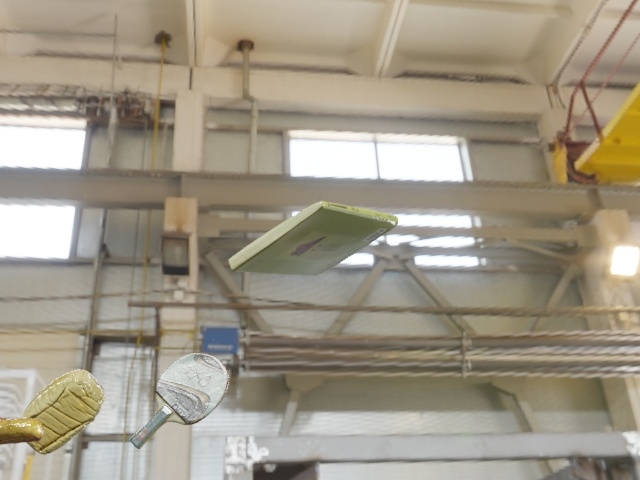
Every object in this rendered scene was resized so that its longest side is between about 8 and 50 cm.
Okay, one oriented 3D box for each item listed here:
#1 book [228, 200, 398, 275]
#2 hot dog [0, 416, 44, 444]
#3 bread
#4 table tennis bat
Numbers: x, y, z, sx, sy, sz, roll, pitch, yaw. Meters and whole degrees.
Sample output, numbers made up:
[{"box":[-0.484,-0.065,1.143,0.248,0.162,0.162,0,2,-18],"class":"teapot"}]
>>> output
[{"box":[0.000,0.000,1.464,0.239,0.035,0.352,-33,-19,24],"class":"book"},{"box":[-0.621,0.351,1.310,0.216,0.047,0.066,-7,-35,2],"class":"hot dog"},{"box":[-0.651,0.428,1.792,0.236,0.106,0.140,-38,-74,7],"class":"bread"},{"box":[-0.373,0.419,1.849,0.301,0.173,0.022,-43,-20,-19],"class":"table tennis bat"}]
